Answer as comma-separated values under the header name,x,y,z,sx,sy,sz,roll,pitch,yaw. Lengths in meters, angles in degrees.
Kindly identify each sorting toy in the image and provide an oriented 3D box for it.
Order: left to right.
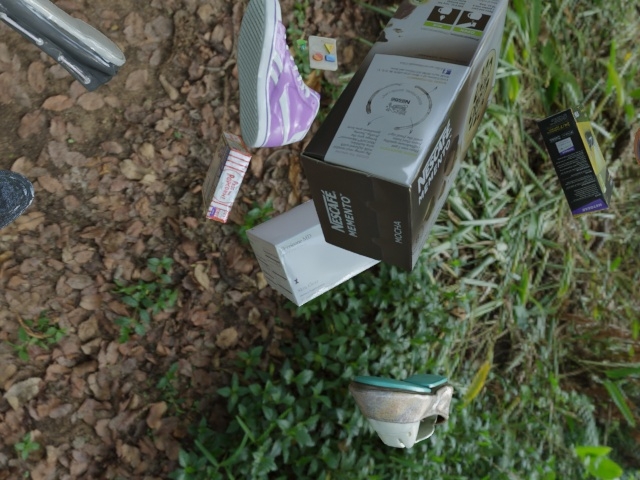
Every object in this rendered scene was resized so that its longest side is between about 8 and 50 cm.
name,x,y,z,sx,sy,sz,roll,pitch,yaw
sorting toy,-0.007,-0.363,0.990,0.083,0.012,0.062,-1,87,-22

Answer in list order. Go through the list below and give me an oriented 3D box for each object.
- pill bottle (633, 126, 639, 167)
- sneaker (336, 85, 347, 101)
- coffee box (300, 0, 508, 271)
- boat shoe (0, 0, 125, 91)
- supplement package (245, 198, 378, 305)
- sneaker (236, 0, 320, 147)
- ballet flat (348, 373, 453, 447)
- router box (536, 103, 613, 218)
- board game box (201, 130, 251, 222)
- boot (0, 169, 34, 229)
name,x,y,z,sx,sy,sz,roll,pitch,yaw
pill bottle,0.574,-0.154,0.709,0.245,0.130,0.131,-16,105,1
sneaker,0.064,-0.227,1.309,0.131,0.350,0.148,1,62,-9
coffee box,0.108,-0.138,0.603,0.297,0.118,0.168,-60,157,-25
boat shoe,-0.473,-0.353,0.822,0.095,0.112,0.335,-44,143,12
supplement package,0.000,0.000,1.151,0.261,0.204,0.145,-28,110,-18
sneaker,-0.074,-0.328,1.009,0.160,0.102,0.283,-11,119,-33
ballet flat,0.142,0.274,0.828,0.316,0.107,0.106,20,74,-53
router box,0.644,-0.209,1.285,0.308,0.080,0.243,-28,96,-55
board game box,-0.203,-0.140,1.081,0.045,0.193,0.147,18,107,-22
boot,-0.586,-0.057,0.813,0.264,0.280,0.096,-35,120,-13
